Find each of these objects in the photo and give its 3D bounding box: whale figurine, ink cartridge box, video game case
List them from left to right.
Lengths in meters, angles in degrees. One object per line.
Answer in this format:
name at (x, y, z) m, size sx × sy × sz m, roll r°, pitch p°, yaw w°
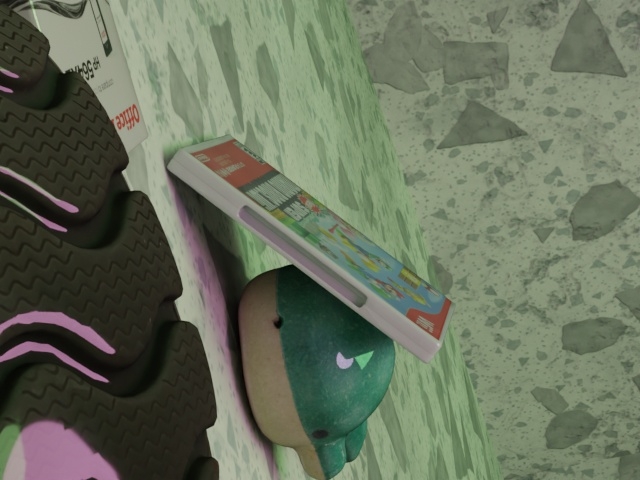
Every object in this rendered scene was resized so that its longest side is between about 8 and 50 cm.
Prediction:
ink cartridge box at (-0.182, -0.132, 0.858) m, size 0.148 × 0.086 × 0.203 m, roll -66°, pitch 141°, yaw -73°
video game case at (0.000, 0.000, 1.343) m, size 0.285 × 0.025 × 0.204 m, roll 37°, pitch 11°, yaw 2°
whale figurine at (0.015, 0.128, 1.418) m, size 0.272 × 0.141 × 0.216 m, roll 59°, pitch 20°, yaw -58°

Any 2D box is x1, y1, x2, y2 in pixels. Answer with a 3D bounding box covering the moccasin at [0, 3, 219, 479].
moccasin at (-0.099, 0.121, 0.386) m, size 0.139 × 0.147 × 0.380 m, roll -23°, pitch 105°, yaw -65°
